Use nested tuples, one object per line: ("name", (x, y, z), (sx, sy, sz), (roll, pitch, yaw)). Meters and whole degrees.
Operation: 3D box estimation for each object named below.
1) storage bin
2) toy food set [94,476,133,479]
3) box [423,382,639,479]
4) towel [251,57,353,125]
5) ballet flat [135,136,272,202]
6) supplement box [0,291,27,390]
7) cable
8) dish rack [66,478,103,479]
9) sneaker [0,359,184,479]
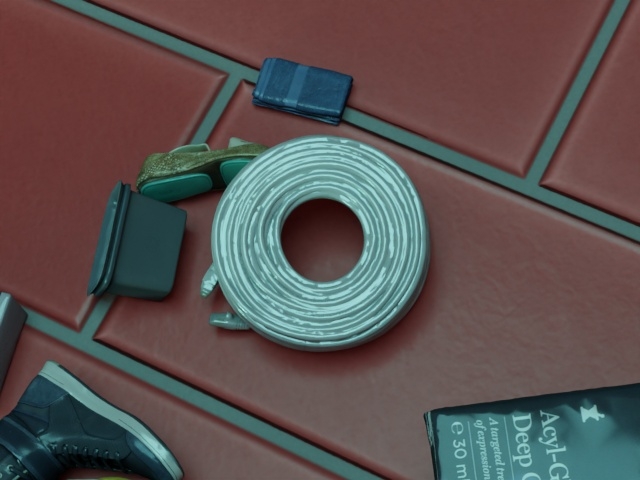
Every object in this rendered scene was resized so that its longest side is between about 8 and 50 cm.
("storage bin", (-0.218, 0.011, 1.857), (0.091, 0.098, 0.135), (16, 68, -15))
("toy food set", (-0.200, 0.338, 1.708), (0.128, 0.071, 0.218), (-42, 107, 3))
("box", (0.322, 0.314, 1.582), (0.395, 0.212, 0.293), (-8, 67, 4))
("towel", (-0.022, -0.187, 1.934), (0.119, 0.029, 0.067), (14, 71, 14))
("ballet flat", (-0.124, -0.094, 1.893), (0.206, 0.073, 0.067), (-5, 53, 2))
("supplement box", (-0.488, 0.111, 1.858), (0.239, 0.073, 0.130), (12, 69, 12))
("cable", (0.000, 0.000, 1.796), (0.257, 0.089, 0.257), (14, 83, 6))
("dish rack", (-0.339, 0.389, 1.600), (0.333, 0.072, 0.285), (-7, 54, 38))
("sneaker", (-0.277, 0.255, 1.753), (0.226, 0.086, 0.163), (29, 65, 27))
